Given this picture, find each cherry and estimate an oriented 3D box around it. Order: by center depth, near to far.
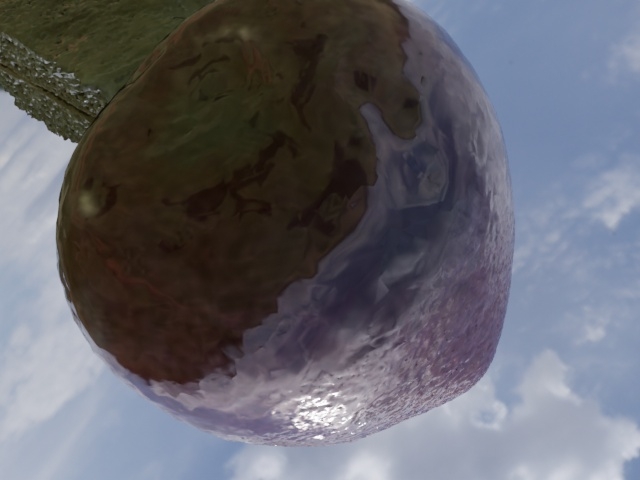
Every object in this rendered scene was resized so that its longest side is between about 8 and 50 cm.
[{"bbox_3d":[-0.009,-0.006,0.492,0.206,0.239,0.239,23,-109,28],"label":"cherry"}]

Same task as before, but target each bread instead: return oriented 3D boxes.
[{"bbox_3d":[-0.164,-0.166,0.778,0.183,0.102,0.337,-41,-139,-18],"label":"bread"}]
